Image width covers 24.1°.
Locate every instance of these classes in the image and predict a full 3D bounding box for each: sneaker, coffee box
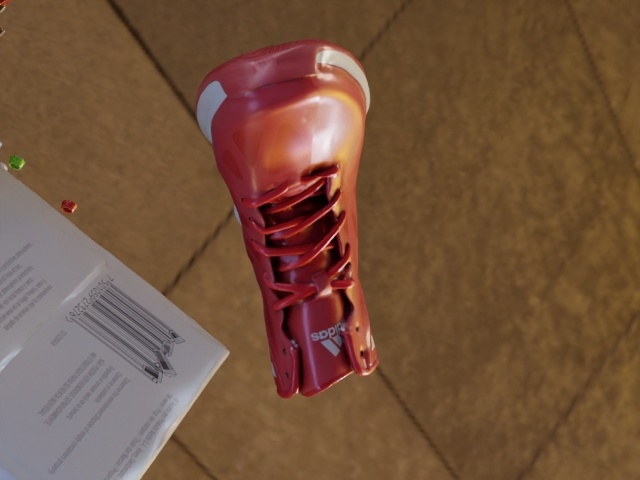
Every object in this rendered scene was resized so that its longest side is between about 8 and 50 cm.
[{"bbox_3d":[0.000,0.000,0.726,0.087,0.128,0.221,-17,160,1],"label":"sneaker"},{"bbox_3d":[-0.341,0.167,1.278,0.334,0.338,0.337,-51,-179,25],"label":"coffee box"}]

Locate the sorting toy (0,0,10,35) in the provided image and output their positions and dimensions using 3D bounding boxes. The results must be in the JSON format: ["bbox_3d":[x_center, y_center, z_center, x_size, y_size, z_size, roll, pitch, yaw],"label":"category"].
[{"bbox_3d":[-0.301,-0.174,1.224,0.046,0.274,0.132,45,80,-2],"label":"sorting toy"}]

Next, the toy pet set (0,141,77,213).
[{"bbox_3d":[-0.321,-0.033,1.450,0.122,0.114,0.065,43,53,-38],"label":"toy pet set"}]
